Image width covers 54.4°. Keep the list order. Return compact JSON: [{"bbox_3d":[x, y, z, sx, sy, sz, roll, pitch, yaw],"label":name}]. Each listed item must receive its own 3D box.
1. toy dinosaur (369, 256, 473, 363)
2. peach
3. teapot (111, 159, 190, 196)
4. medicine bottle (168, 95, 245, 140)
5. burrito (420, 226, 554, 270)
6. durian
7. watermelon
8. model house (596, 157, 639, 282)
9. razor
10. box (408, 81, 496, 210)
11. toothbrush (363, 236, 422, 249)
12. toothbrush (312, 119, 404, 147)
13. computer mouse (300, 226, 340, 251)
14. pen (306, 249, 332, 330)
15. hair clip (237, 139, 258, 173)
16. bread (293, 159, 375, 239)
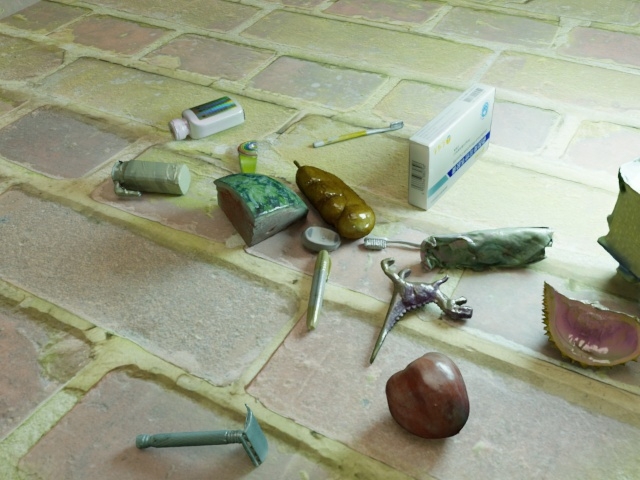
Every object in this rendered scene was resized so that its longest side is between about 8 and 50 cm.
[{"bbox_3d":[0.183,0.131,1.322,0.251,0.072,0.199,-11,52,-22],"label":"toy dinosaur"},{"bbox_3d":[0.199,0.285,1.115,0.152,0.152,0.152,-2,42,2],"label":"peach"},{"bbox_3d":[-0.463,-0.159,1.680,0.200,0.077,0.107,6,63,10],"label":"teapot"},{"bbox_3d":[-0.350,-0.368,1.894,0.219,0.078,0.115,-25,49,-22],"label":"medicine bottle"},{"bbox_3d":[0.380,0.018,1.418,0.309,0.096,0.066,-5,24,2],"label":"burrito"},{"bbox_3d":[0.523,0.164,1.217,0.182,0.132,0.165,0,50,-1],"label":"durian"},{"bbox_3d":[-0.163,-0.088,1.528,0.176,0.256,0.260,-51,57,13],"label":"watermelon"},{"bbox_3d":[0.750,0.012,1.268,0.261,0.266,0.321,-13,40,-19],"label":"model house"},{"bbox_3d":[-0.217,0.349,1.104,0.232,0.106,0.068,-5,41,12],"label":"razor"},{"bbox_3d":[0.345,-0.252,1.633,0.065,0.200,0.343,24,49,30],"label":"box"},{"bbox_3d":[0.256,0.013,1.476,0.307,0.025,0.029,3,51,7],"label":"toothbrush"},{"bbox_3d":[0.114,-0.317,1.848,0.288,0.024,0.021,-15,45,-12],"label":"toothbrush"},{"bbox_3d":[-0.001,0.002,1.496,0.096,0.039,0.066,13,44,-1],"label":"computer mouse"},{"bbox_3d":[-0.002,0.108,1.386,0.040,0.032,0.233,19,44,-10],"label":"pen"},{"bbox_3d":[-0.207,-0.235,1.773,0.060,0.033,0.188,-6,42,-2],"label":"hair clip"},{"bbox_3d":[0.018,-0.113,1.587,0.124,0.084,0.344,3,31,-39],"label":"bread"}]
